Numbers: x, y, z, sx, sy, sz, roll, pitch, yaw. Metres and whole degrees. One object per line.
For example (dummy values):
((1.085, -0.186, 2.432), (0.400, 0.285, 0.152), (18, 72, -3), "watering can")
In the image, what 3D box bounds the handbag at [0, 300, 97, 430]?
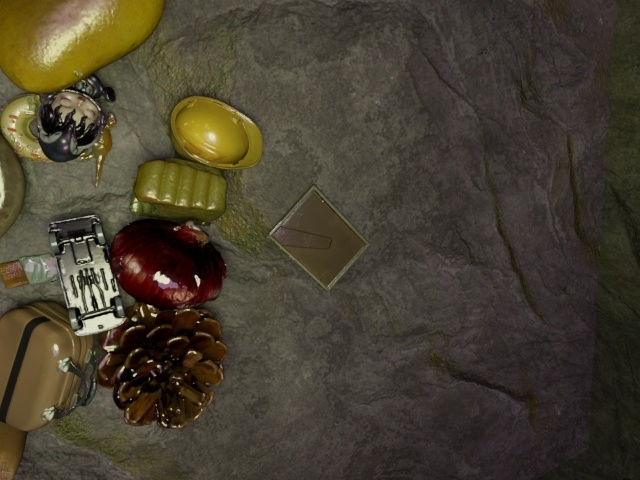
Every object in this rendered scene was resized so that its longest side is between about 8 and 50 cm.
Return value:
((-0.704, 0.335, 1.086), (0.283, 0.149, 0.302), (22, 95, 9), "handbag")

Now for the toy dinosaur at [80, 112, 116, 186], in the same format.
((-0.569, -0.240, 1.107), (0.126, 0.039, 0.162), (-28, 114, -16), "toy dinosaur")

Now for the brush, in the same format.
((-0.677, 0.059, 1.150), (0.336, 0.020, 0.086), (-14, 109, -19), "brush")

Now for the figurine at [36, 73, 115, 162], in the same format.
((-0.599, -0.293, 1.004), (0.145, 0.145, 0.223), (19, 62, -26), "figurine")

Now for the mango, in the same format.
((-0.531, -0.514, 0.926), (0.301, 0.220, 0.445), (28, 83, -11), "mango")

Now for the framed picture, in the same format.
((0.000, 0.000, 1.421), (0.232, 0.024, 0.315), (-47, 117, -5), "framed picture")

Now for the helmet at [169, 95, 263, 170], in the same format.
((-0.303, -0.266, 1.157), (0.256, 0.140, 0.205), (13, 67, -35), "helmet")

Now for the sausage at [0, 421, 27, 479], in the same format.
((-0.831, 0.521, 1.084), (0.123, 0.253, 0.123), (-8, 109, -26), "sausage")

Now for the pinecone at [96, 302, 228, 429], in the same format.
((-0.419, 0.341, 1.147), (0.384, 0.384, 0.385), (-6, 106, -21), "pinecone")

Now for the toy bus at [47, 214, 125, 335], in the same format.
((-0.601, 0.090, 1.093), (0.125, 0.133, 0.293), (-15, 92, -25), "toy bus")

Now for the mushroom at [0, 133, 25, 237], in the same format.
((-0.817, -0.119, 0.870), (0.362, 0.294, 0.363), (-9, 102, -49), "mushroom")

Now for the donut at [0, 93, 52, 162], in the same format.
((-0.716, -0.265, 1.021), (0.108, 0.065, 0.166), (-16, 110, -18), "donut")

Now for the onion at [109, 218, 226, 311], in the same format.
((-0.389, 0.052, 1.104), (0.313, 0.314, 0.232), (25, 108, -26), "onion")

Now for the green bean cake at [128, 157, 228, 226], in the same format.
((-0.376, -0.126, 1.107), (0.232, 0.236, 0.124), (9, 79, -27), "green bean cake")
